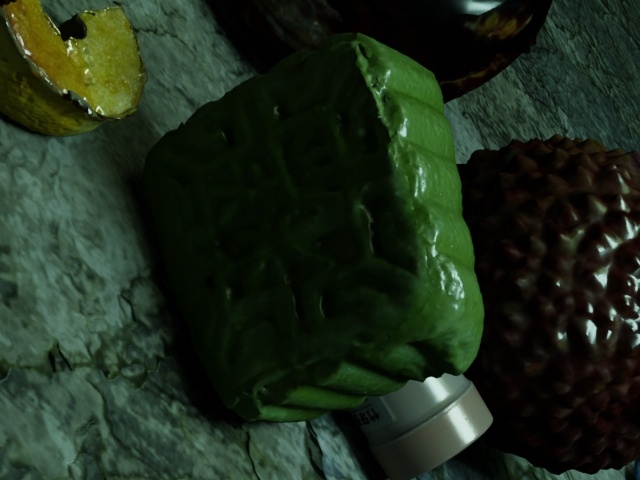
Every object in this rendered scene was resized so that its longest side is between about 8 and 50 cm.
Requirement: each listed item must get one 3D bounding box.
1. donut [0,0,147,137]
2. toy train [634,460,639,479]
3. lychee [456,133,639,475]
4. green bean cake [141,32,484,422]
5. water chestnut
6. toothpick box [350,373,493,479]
[{"bbox_3d":[-0.198,-0.143,1.121,0.181,0.078,0.146,46,28,-41],"label":"donut"},{"bbox_3d":[0.437,0.341,1.711,0.202,0.131,0.299,46,28,-31],"label":"toy train"},{"bbox_3d":[0.219,0.051,1.413,0.306,0.306,0.330,27,14,-50],"label":"lychee"},{"bbox_3d":[0.000,0.000,1.158,0.125,0.222,0.248,13,55,-60],"label":"green bean cake"},{"bbox_3d":[0.064,-0.257,1.536,0.335,0.347,0.335,6,64,-12],"label":"water chestnut"},{"bbox_3d":[0.058,0.105,1.295,0.149,0.098,0.098,58,25,-2],"label":"toothpick box"}]
